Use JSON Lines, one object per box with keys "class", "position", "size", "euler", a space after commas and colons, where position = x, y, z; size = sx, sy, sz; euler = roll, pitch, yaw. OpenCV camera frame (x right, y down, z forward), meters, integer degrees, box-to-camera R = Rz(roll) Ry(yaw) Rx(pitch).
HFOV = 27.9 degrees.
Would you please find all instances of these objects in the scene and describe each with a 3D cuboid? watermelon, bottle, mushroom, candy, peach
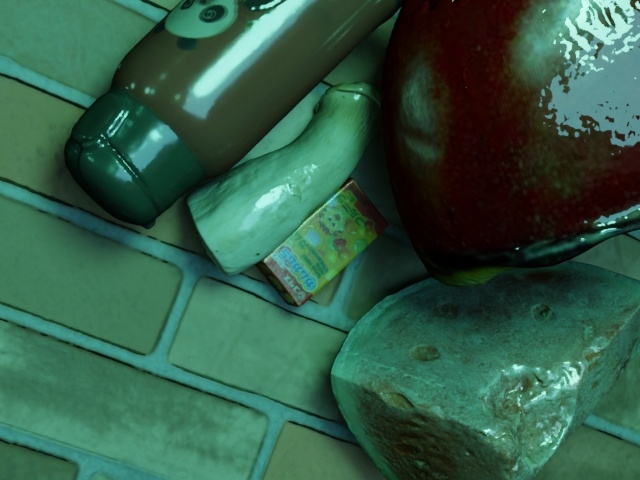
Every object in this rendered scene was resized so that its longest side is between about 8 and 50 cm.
{"class": "watermelon", "position": [0.173, 0.140, 1.197], "size": [0.318, 0.226, 0.148], "euler": [-14, 123, -9]}
{"class": "bottle", "position": [-0.077, -0.152, 1.126], "size": [0.144, 0.144, 0.336], "euler": [46, 77, -15]}
{"class": "mushroom", "position": [-0.022, -0.062, 1.176], "size": [0.223, 0.092, 0.081], "euler": [-42, 117, -14]}
{"class": "candy", "position": [0.000, 0.000, 1.212], "size": [0.122, 0.038, 0.062], "euler": [-42, 104, -15]}
{"class": "peach", "position": [0.230, -0.135, 1.149], "size": [0.353, 0.339, 0.416], "euler": [26, 83, -5]}
